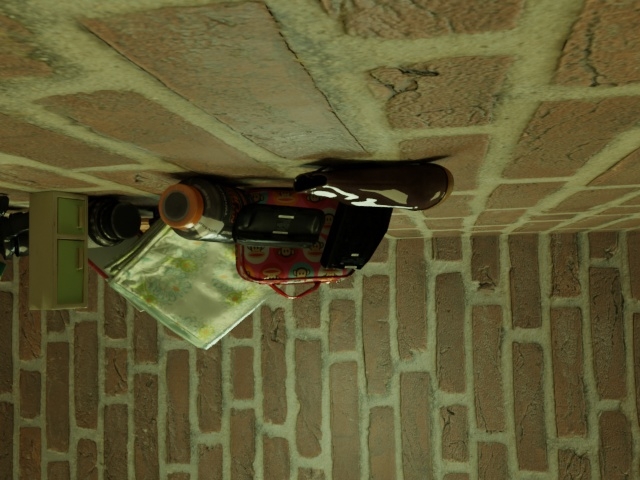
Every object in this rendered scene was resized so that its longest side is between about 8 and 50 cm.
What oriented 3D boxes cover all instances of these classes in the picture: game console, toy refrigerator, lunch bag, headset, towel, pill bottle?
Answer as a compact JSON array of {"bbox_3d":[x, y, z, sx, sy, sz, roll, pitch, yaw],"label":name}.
[{"bbox_3d":[-0.011,-0.038,1.432,0.361,0.213,0.044,3,-150,-27],"label":"game console"},{"bbox_3d":[-0.609,0.025,1.537,0.094,0.270,0.102,-4,175,29],"label":"toy refrigerator"},{"bbox_3d":[-0.056,0.009,1.569,0.292,0.259,0.120,1,173,-15],"label":"lunch bag"},{"bbox_3d":[-0.836,-0.041,1.875,0.394,0.185,0.243,-20,172,28],"label":"headset"},{"bbox_3d":[-0.323,0.093,1.710,0.320,0.090,0.374,-39,120,18],"label":"towel"},{"bbox_3d":[-0.560,-0.043,1.654,0.219,0.123,0.122,-4,176,33],"label":"pill bottle"},{"bbox_3d":[-0.238,-0.061,1.384,0.130,0.131,0.245,-2,177,19],"label":"pill bottle"}]

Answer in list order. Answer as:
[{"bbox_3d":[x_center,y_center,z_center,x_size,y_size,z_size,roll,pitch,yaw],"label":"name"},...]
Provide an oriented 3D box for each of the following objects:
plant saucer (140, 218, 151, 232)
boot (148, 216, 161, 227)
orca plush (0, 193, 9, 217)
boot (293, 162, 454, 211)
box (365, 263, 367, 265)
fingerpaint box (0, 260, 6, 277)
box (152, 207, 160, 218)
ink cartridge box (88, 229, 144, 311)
[{"bbox_3d":[-0.601,-0.050,2.279,0.199,0.037,0.200,-1,177,0],"label":"plant saucer"},{"bbox_3d":[-0.387,0.037,1.953,0.305,0.115,0.112,35,150,-30],"label":"boot"},{"bbox_3d":[-0.870,-0.052,1.545,0.286,0.102,0.151,-1,177,-4],"label":"orca plush"},{"bbox_3d":[0.095,-0.098,1.210,0.206,0.090,0.248,-1,-179,-38],"label":"boot"},{"bbox_3d":[0.000,0.000,1.753,0.232,0.127,0.149,-12,-138,-21],"label":"box"},{"bbox_3d":[-1.198,0.068,1.860,0.444,0.163,0.371,-3,152,33],"label":"fingerpaint box"},{"bbox_3d":[-0.449,-0.078,1.937,0.081,0.028,0.136,0,178,-17],"label":"box"},{"bbox_3d":[-0.560,0.058,1.965,0.279,0.160,0.384,42,171,-4],"label":"ink cartridge box"}]
